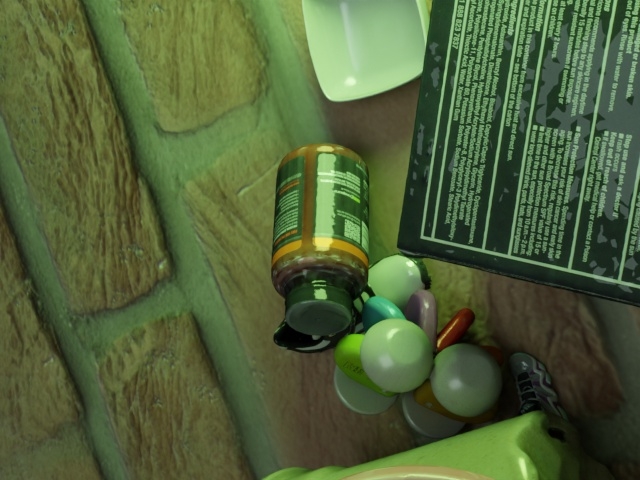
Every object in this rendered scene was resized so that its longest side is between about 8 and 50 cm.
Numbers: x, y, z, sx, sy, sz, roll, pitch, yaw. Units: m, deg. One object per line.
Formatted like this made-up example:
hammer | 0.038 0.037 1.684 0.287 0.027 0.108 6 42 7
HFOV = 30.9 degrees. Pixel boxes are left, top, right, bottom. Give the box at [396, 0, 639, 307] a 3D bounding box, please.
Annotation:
box | 0.256 -0.107 1.068 0.294 0.182 0.296 14 103 30

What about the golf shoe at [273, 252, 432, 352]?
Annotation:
golf shoe | 0.033 0.078 1.288 0.198 0.094 0.077 -34 77 29

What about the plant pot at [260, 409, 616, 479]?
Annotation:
plant pot | 0.135 0.323 1.129 0.305 0.334 0.334 -32 79 26

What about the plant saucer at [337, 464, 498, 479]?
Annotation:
plant saucer | 0.089 0.333 0.953 0.332 0.084 0.332 2 103 11

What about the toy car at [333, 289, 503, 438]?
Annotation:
toy car | 0.107 0.119 1.218 0.182 0.159 0.136 20 65 -6

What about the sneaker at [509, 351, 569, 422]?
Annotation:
sneaker | 0.217 0.164 1.196 0.038 0.069 0.098 -37 76 30

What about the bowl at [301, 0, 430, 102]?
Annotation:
bowl | 0.058 -0.227 1.255 0.142 0.053 0.142 -13 88 33

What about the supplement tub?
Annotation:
supplement tub | 0.000 0.000 1.239 0.106 0.106 0.198 -23 48 32
